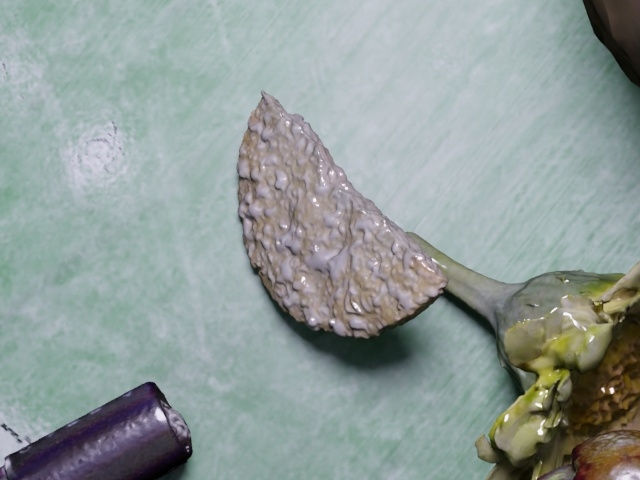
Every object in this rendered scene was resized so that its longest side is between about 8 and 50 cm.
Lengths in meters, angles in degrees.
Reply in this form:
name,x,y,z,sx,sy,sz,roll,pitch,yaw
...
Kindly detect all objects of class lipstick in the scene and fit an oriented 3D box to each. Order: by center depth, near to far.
name,x,y,z,sx,sy,sz,roll,pitch,yaw
lipstick,-0.245,0.216,1.482,0.299,0.081,0.081,-31,82,-2

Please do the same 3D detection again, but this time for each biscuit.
name,x,y,z,sx,sy,sz,roll,pitch,yaw
biscuit,-0.003,0.000,1.477,0.250,0.032,0.133,48,119,32

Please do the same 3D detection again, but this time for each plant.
name,x,y,z,sx,sy,sz,roll,pitch,yaw
plant,0.202,0.109,1.445,0.306,0.297,0.261,-33,110,-42

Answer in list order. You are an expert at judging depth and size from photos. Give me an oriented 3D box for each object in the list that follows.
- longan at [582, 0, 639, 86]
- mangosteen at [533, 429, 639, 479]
name,x,y,z,sx,sy,sz,roll,pitch,yaw
longan,0.382,-0.244,1.344,0.436,0.404,0.404,-24,82,-22
mangosteen,0.239,0.233,1.256,0.231,0.231,0.289,42,112,7
